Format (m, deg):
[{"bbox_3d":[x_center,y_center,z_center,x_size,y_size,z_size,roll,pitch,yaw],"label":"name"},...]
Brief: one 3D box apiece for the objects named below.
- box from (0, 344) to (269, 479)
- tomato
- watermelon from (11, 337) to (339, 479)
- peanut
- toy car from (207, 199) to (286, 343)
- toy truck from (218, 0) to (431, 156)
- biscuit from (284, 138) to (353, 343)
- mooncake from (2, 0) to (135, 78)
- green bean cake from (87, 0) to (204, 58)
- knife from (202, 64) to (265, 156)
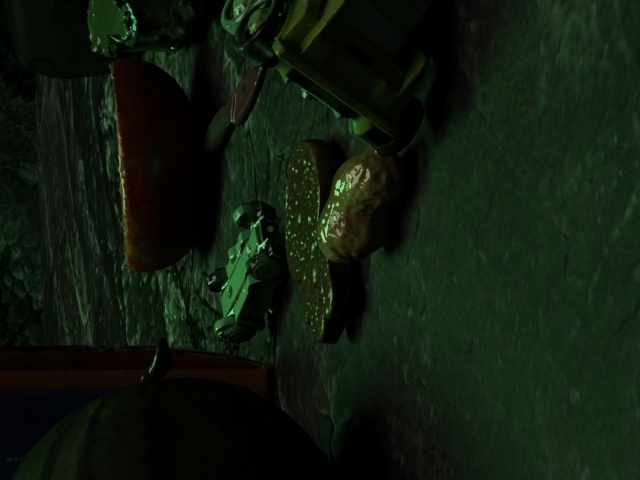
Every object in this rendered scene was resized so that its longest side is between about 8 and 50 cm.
[{"bbox_3d":[-0.230,0.263,1.536,0.348,0.319,0.256,131,139,-68],"label":"box"},{"bbox_3d":[-0.178,-0.085,1.761,0.237,0.095,0.236,175,90,-82],"label":"tomato"},{"bbox_3d":[-0.103,0.255,1.160,0.279,0.279,0.359,117,148,-58],"label":"watermelon"},{"bbox_3d":[0.030,-0.025,1.109,0.113,0.054,0.054,111,154,-47],"label":"peanut"},{"bbox_3d":[-0.061,0.030,1.426,0.143,0.054,0.073,116,149,-49],"label":"toy car"},{"bbox_3d":[0.011,-0.177,1.094,0.135,0.128,0.259,-51,27,11],"label":"toy truck"},{"bbox_3d":[0.000,0.000,1.255,0.124,0.026,0.175,106,158,-48],"label":"biscuit"},{"bbox_3d":[-0.344,-0.400,2.147,0.381,0.212,0.350,-109,20,-44],"label":"mooncake"},{"bbox_3d":[-0.195,-0.330,1.769,0.241,0.132,0.255,175,93,-75],"label":"green bean cake"},{"bbox_3d":[-0.087,-0.129,1.585,0.247,0.018,0.035,134,136,-67],"label":"knife"}]
